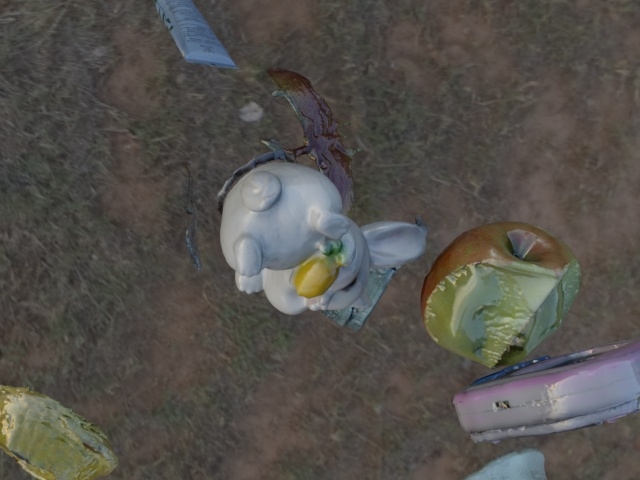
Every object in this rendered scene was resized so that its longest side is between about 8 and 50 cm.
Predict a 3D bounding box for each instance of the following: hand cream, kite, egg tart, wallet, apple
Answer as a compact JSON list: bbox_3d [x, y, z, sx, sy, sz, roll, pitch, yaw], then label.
[{"bbox_3d":[-0.221,-0.354,1.452,0.091,0.271,0.058,3,129,-36],"label":"hand cream"},{"bbox_3d":[-0.261,-0.054,1.791,0.016,0.127,0.230,-9,63,0],"label":"kite"},{"bbox_3d":[-0.431,0.315,1.374,0.098,0.231,0.252,-61,152,-33],"label":"egg tart"},{"bbox_3d":[-0.024,0.040,1.862,0.342,0.237,0.075,34,46,5],"label":"wallet"},{"bbox_3d":[0.239,0.065,1.173,0.207,0.174,0.188,10,119,-14],"label":"apple"}]

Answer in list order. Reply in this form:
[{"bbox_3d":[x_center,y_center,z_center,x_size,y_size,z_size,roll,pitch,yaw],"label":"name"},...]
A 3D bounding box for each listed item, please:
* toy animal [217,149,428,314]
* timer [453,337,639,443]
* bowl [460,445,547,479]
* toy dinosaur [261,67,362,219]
[{"bbox_3d":[-0.007,0.003,1.128,0.325,0.154,0.208,7,135,-49],"label":"toy animal"},{"bbox_3d":[0.244,0.146,0.875,0.208,0.190,0.069,-5,77,-48],"label":"timer"},{"bbox_3d":[0.200,0.418,1.113,0.313,0.146,0.313,-26,146,-19],"label":"bowl"},{"bbox_3d":[-0.014,-0.154,1.609,0.327,0.113,0.207,48,53,-18],"label":"toy dinosaur"}]
